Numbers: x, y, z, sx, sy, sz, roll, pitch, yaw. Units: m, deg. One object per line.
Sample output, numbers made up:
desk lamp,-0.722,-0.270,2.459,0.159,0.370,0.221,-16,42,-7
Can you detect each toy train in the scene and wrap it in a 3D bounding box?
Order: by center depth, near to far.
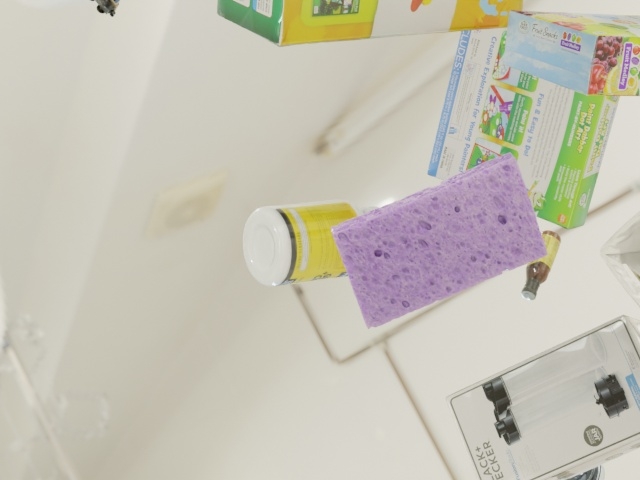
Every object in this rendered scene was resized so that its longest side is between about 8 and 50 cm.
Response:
toy train,-0.327,-0.377,1.908,0.036,0.158,0.027,-35,-2,-35

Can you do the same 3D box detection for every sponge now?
sponge,0.125,0.001,1.453,0.210,0.117,0.031,-23,19,0

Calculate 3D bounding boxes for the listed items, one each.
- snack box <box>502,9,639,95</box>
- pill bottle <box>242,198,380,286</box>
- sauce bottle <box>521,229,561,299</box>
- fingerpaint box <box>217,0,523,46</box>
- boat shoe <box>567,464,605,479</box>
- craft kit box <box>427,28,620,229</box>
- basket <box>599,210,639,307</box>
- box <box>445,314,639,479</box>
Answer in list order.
snack box,0.332,-0.204,1.500,0.207,0.070,0.174,-1,18,-25
pill bottle,0.000,0.000,1.781,0.184,0.103,0.103,-7,-19,-34
sauce bottle,0.368,0.042,2.313,0.042,0.042,0.128,-40,20,55
fingerpaint box,0.081,-0.476,1.630,0.371,0.445,0.163,-11,27,-32
boat shoe,0.388,0.411,2.240,0.183,0.083,0.065,-48,34,-16
craft kit box,0.290,-0.174,1.957,0.061,0.246,0.250,-10,-62,-50
basket,0.474,0.002,1.815,0.103,0.113,0.167,-8,-32,-50
box,0.340,0.241,1.927,0.290,0.169,0.087,-27,-20,22
